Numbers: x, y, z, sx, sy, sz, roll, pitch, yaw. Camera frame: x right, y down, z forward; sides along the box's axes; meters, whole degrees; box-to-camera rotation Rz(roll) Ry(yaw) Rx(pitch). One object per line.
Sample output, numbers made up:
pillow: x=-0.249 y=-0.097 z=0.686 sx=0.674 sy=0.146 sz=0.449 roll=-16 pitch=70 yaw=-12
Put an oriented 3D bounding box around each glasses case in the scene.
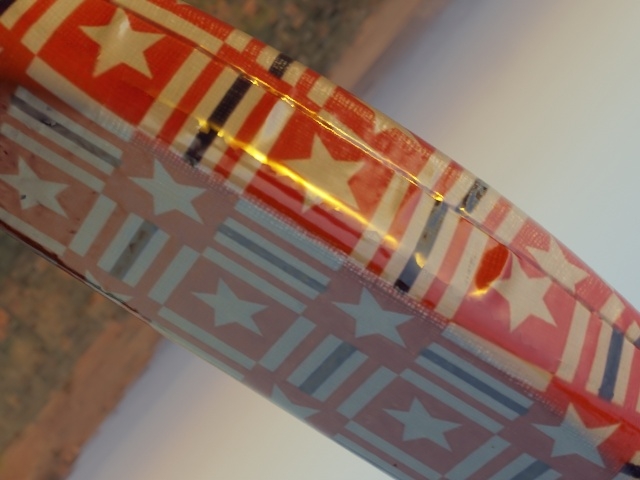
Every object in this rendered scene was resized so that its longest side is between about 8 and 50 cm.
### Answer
glasses case: x=0.000 y=0.000 z=0.377 sx=0.073 sy=0.194 sz=0.049 roll=-47 pitch=-168 yaw=53
